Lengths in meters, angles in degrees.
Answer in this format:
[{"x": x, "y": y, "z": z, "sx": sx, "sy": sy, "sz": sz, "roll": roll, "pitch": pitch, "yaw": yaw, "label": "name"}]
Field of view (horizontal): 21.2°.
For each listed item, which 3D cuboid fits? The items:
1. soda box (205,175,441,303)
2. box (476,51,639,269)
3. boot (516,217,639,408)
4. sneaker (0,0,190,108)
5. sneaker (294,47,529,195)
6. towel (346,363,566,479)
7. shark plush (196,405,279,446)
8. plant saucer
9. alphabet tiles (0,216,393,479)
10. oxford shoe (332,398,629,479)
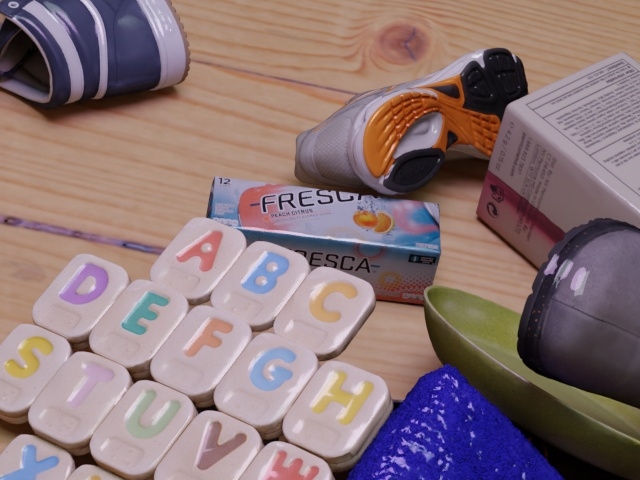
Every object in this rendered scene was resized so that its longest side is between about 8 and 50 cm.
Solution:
[{"x": 0.000, "y": 0.000, "z": 1.337, "sx": 0.183, "sy": 0.063, "sz": 0.058, "roll": 7, "pitch": 44, "yaw": -6, "label": "soda box"}, {"x": 0.263, "y": -0.023, "z": 1.374, "sx": 0.148, "sy": 0.127, "sz": 0.232, "roll": -25, "pitch": 55, "yaw": -33, "label": "box"}, {"x": 0.295, "y": 0.089, "z": 1.112, "sx": 0.222, "sy": 0.118, "sz": 0.338, "roll": 26, "pitch": 7, "yaw": 42, "label": "boot"}, {"x": -0.244, "y": -0.231, "z": 1.478, "sx": 0.153, "sy": 0.099, "sz": 0.282, "roll": -21, "pitch": 65, "yaw": -30, "label": "sneaker"}, {"x": 0.078, "y": -0.102, "z": 1.442, "sx": 0.121, "sy": 0.099, "sz": 0.262, "roll": -2, "pitch": 11, "yaw": 40, "label": "sneaker"}, {"x": 0.081, "y": 0.246, "z": 1.013, "sx": 0.228, "sy": 0.076, "sz": 0.308, "roll": 48, "pitch": 48, "yaw": -13, "label": "towel"}, {"x": -0.076, "y": 0.103, "z": 1.209, "sx": 0.073, "sy": 0.067, "sz": 0.161, "roll": -10, "pitch": 47, "yaw": -21, "label": "shark plush"}, {"x": 0.171, "y": 0.108, "z": 1.210, "sx": 0.241, "sy": 0.037, "sz": 0.241, "roll": 28, "pitch": 10, "yaw": -5, "label": "plant saucer"}, {"x": -0.099, "y": 0.104, "z": 1.157, "sx": 0.284, "sy": 0.021, "sz": 0.278, "roll": 21, "pitch": 59, "yaw": 30, "label": "alphabet tiles"}, {"x": 0.122, "y": 0.164, "z": 1.167, "sx": 0.271, "sy": 0.098, "sz": 0.097, "roll": 8, "pitch": 43, "yaw": -5, "label": "oxford shoe"}]
